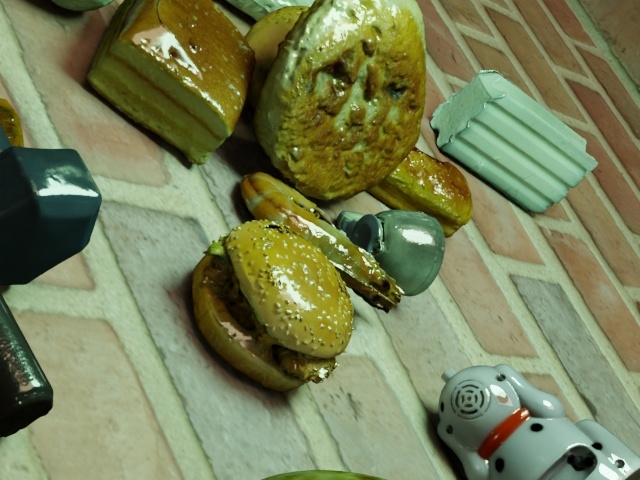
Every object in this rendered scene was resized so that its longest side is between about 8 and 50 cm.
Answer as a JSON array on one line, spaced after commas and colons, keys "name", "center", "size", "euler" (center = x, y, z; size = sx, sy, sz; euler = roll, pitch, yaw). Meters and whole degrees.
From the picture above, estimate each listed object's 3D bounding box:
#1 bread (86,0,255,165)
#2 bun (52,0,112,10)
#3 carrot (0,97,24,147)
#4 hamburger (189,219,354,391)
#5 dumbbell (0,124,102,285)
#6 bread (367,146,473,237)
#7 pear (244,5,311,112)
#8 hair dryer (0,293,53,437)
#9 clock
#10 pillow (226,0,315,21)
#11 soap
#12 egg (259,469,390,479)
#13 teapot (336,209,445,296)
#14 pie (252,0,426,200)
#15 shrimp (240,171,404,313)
[{"name": "bread", "center": [-0.173, -0.223, 1.742], "size": [0.184, 0.110, 0.234], "euler": [39, 26, -20]}, {"name": "bun", "center": [-0.321, -0.370, 1.698], "size": [0.204, 0.126, 0.212], "euler": [55, 11, -68]}, {"name": "carrot", "center": [-0.310, -0.075, 1.405], "size": [0.042, 0.042, 0.170], "euler": [24, 37, -41]}, {"name": "hamburger", "center": [-0.044, 0.072, 1.533], "size": [0.182, 0.118, 0.191], "euler": [8, 51, -49]}, {"name": "dumbbell", "center": [-0.329, -0.112, 1.302], "size": [0.156, 0.143, 0.316], "euler": [-4, 57, -56]}, {"name": "bread", "center": [0.107, -0.113, 2.071], "size": [0.271, 0.077, 0.139], "euler": [32, 27, -25]}, {"name": "pear", "center": [-0.037, -0.230, 1.924], "size": [0.178, 0.178, 0.178], "euler": [37, 28, -23]}, {"name": "hair dryer", "center": [-0.323, 0.106, 1.105], "size": [0.248, 0.070, 0.114], "euler": [-5, 57, -55]}, {"name": "clock", "center": [0.238, 0.248, 1.701], "size": [0.254, 0.189, 0.189], "euler": [43, 21, 26]}, {"name": "pillow", "center": [-0.073, -0.420, 2.151], "size": [0.310, 0.138, 0.283], "euler": [30, 40, -30]}, {"name": "soap", "center": [0.322, -0.166, 2.400], "size": [0.261, 0.150, 0.094], "euler": [32, 24, -30]}, {"name": "egg", "center": [0.034, 0.311, 1.177], "size": [0.289, 0.238, 0.238], "euler": [42, 25, 5]}, {"name": "teapot", "center": [0.088, -0.005, 1.855], "size": [0.108, 0.111, 0.149], "euler": [19, 41, -32]}, {"name": "pie", "center": [0.036, -0.186, 1.830], "size": [0.092, 0.315, 0.315], "euler": [29, 12, 34]}, {"name": "shrimp", "center": [0.000, 0.000, 1.764], "size": [0.249, 0.068, 0.150], "euler": [43, 20, 0]}]
